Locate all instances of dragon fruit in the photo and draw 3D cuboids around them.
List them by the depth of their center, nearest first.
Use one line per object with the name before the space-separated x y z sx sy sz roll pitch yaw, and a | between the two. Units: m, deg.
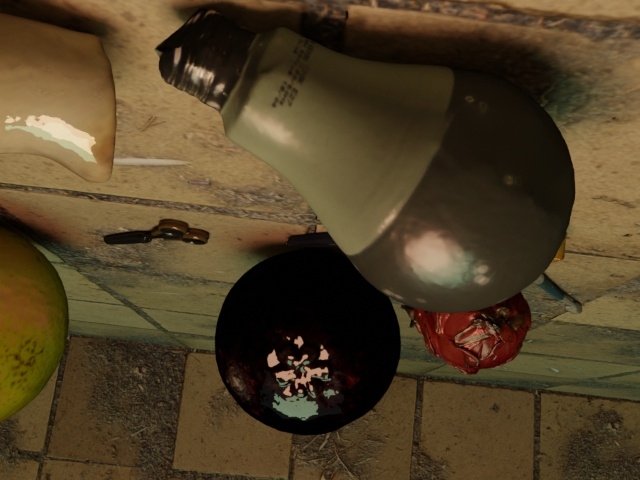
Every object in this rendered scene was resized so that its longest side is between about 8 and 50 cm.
dragon fruit | 0.231 0.119 1.034 0.172 0.172 0.209 15 177 -27

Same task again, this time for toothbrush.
toothbrush | 0.396 0.089 1.134 0.025 0.019 0.275 5 166 36

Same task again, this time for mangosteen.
mangosteen | -0.014 0.144 1.074 0.296 0.313 0.297 10 128 13

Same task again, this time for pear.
pear | -0.594 0.126 1.060 0.391 0.391 0.391 6 164 2

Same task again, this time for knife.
knife | 0.000 0.000 0.988 0.121 0.018 0.031 -1 161 32

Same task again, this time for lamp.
lamp | 0.049 -0.082 0.500 0.314 0.182 0.182 44 155 -9

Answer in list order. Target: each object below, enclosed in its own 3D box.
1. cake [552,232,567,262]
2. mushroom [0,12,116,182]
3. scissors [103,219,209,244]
cake | 0.259 0.004 0.827 0.084 0.044 0.084 1 174 0
mushroom | -0.348 -0.054 0.451 0.315 0.315 0.356 -5 161 35
scissors | -0.278 -0.006 1.083 0.220 0.017 0.088 -4 162 36
